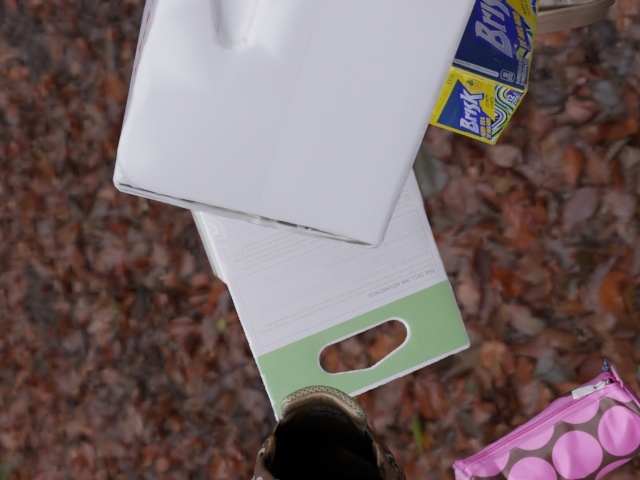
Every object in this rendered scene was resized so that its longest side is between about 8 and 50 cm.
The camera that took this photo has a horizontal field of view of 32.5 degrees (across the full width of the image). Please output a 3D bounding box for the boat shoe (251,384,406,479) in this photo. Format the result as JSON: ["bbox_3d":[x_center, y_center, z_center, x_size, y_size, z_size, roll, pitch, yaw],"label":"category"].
[{"bbox_3d":[0.008,0.123,0.587,0.257,0.095,0.095,-99,12,-81],"label":"boat shoe"}]

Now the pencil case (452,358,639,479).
[{"bbox_3d":[0.238,0.215,1.135,0.098,0.209,0.095,55,-178,-43],"label":"pencil case"}]

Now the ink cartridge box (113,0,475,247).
[{"bbox_3d":[-0.013,-0.167,0.561,0.306,0.131,0.226,-103,29,-61],"label":"ink cartridge box"}]

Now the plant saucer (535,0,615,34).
[{"bbox_3d":[0.343,-0.372,1.788,0.278,0.277,0.041,16,120,50],"label":"plant saucer"}]

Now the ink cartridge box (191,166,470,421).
[{"bbox_3d":[0.000,0.000,0.844,0.056,0.171,0.235,-155,45,-73],"label":"ink cartridge box"}]

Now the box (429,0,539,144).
[{"bbox_3d":[0.115,-0.150,0.754,0.059,0.054,0.169,113,173,-53],"label":"box"}]
